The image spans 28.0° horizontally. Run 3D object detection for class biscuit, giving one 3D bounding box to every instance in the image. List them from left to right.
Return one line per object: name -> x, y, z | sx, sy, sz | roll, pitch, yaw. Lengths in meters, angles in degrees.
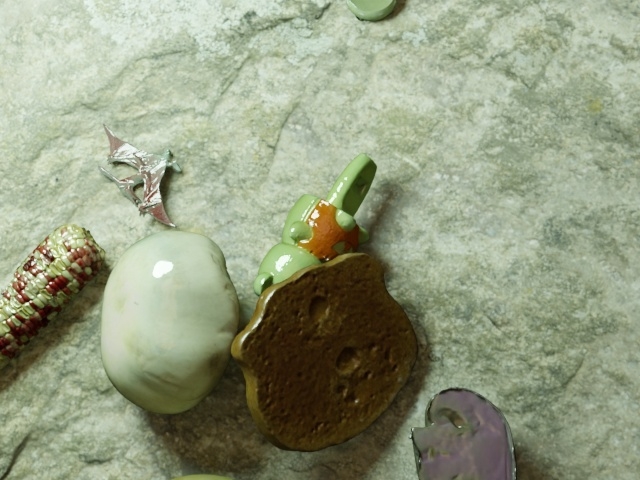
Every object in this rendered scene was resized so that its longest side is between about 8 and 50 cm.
biscuit -> 0.006, 0.162, 1.827 | 0.273, 0.049, 0.257 | -33, 106, -23

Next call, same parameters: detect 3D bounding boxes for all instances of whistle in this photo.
whistle -> 0.000, 0.000, 1.890 | 0.106, 0.131, 0.288 | 27, 79, 40

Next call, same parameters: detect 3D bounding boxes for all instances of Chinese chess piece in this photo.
Chinese chess piece -> 0.080, -0.386, 2.018 | 0.084, 0.034, 0.084 | -1, 75, 4

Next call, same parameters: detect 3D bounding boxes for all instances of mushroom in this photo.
mushroom -> -0.192, 0.116, 1.856 | 0.260, 0.234, 0.254 | -60, 40, 28
mushroom -> 0.202, 0.306, 1.799 | 0.141, 0.117, 0.188 | -10, 69, 6

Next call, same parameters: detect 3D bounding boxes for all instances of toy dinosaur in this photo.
toy dinosaur -> -0.275, -0.104, 1.989 | 0.108, 0.032, 0.220 | -35, 66, 1

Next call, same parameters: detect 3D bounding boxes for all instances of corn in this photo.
corn -> -0.443, 0.095, 1.928 | 0.098, 0.098, 0.290 | 44, 87, 13

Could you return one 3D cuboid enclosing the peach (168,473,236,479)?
peach -> -0.172, 0.464, 1.739 | 0.292, 0.247, 0.292 | 1, 99, 7
